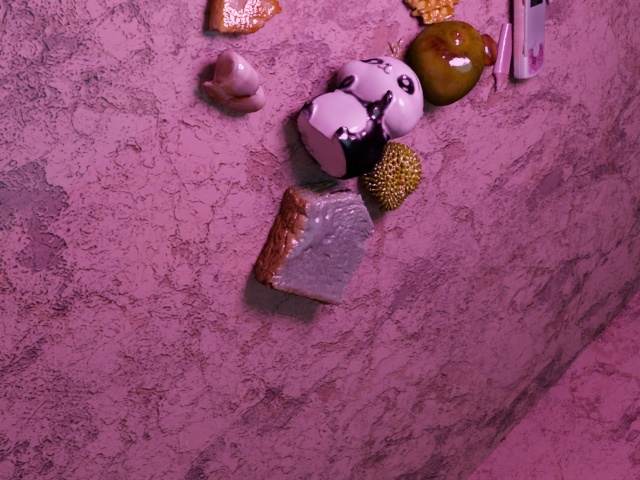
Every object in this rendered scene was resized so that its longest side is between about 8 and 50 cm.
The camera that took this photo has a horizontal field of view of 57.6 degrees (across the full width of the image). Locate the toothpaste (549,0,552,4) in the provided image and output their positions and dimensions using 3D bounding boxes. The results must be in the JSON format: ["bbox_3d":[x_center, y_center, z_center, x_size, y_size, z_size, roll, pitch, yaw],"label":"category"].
[{"bbox_3d":[0.771,-0.845,1.799,0.248,0.047,0.078,-48,125,-7],"label":"toothpaste"}]

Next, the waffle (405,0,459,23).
[{"bbox_3d":[0.328,-0.696,1.553,0.249,0.056,0.253,11,100,-36],"label":"waffle"}]

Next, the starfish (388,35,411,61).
[{"bbox_3d":[0.214,-0.505,1.578,0.092,0.016,0.086,-29,124,-24],"label":"starfish"}]

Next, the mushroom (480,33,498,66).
[{"bbox_3d":[0.480,-0.535,1.709,0.129,0.073,0.088,-65,161,9],"label":"mushroom"}]

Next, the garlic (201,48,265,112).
[{"bbox_3d":[-0.185,-0.354,1.311,0.099,0.124,0.174,-67,156,-13],"label":"garlic"}]

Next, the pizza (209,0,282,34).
[{"bbox_3d":[-0.160,-0.534,1.292,0.161,0.062,0.181,8,99,-29],"label":"pizza"}]

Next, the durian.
[{"bbox_3d":[0.197,-0.177,1.612,0.159,0.146,0.198,21,92,-35],"label":"durian"}]

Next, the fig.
[{"bbox_3d":[0.335,-0.470,1.580,0.203,0.203,0.225,-31,156,-20],"label":"fig"}]

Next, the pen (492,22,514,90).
[{"bbox_3d":[0.558,-0.557,1.777,0.053,0.032,0.197,-4,108,-34],"label":"pen"}]

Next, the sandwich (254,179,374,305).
[{"bbox_3d":[-0.001,0.000,1.559,0.262,0.131,0.325,22,94,-36],"label":"sandwich"}]

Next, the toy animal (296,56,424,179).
[{"bbox_3d":[0.112,-0.319,1.455,0.310,0.251,0.250,-38,125,-15],"label":"toy animal"}]

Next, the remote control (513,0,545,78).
[{"bbox_3d":[0.629,-0.666,1.753,0.145,0.050,0.343,-32,124,-39],"label":"remote control"}]
